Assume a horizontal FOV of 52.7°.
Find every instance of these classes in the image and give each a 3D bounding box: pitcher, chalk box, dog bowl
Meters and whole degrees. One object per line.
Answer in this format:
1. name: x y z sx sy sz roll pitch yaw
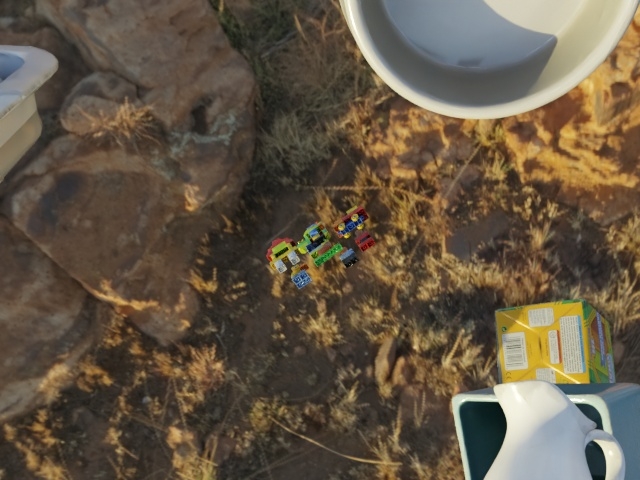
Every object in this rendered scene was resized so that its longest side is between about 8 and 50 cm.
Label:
1. pitcher: 0.234 0.266 0.635 0.178 0.125 0.207 28 59 -18
2. chalk box: 0.497 0.245 1.329 0.179 0.289 0.180 -12 67 33
3. dog bowl: 0.181 -0.292 0.699 0.349 0.348 0.102 -8 32 14

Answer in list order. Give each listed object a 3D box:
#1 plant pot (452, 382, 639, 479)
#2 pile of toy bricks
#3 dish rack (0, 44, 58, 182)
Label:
1. plant pot: 0.394 0.333 0.988 0.248 0.252 0.247 -14 82 48
2. pile of toy bricks: 0.000 0.000 1.312 0.212 0.118 0.105 -33 40 2
3. dish rack: -0.290 -0.004 0.277 0.286 0.072 0.333 -1 31 1
